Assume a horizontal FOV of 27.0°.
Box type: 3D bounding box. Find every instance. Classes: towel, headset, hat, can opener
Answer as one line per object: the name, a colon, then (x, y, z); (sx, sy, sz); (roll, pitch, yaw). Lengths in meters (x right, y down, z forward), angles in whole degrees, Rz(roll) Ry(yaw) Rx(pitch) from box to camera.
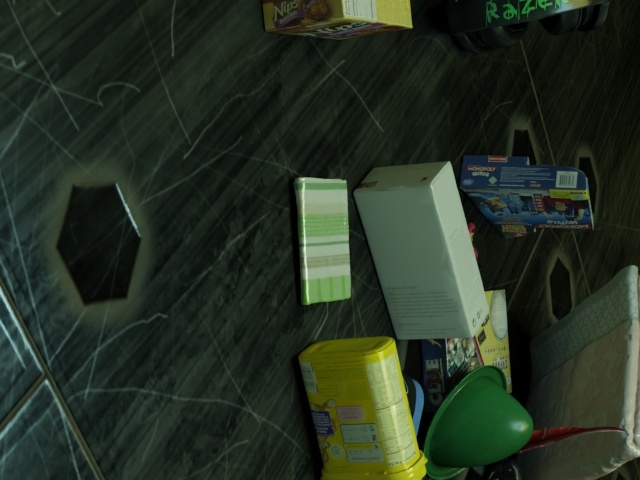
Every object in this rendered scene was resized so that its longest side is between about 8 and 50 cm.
towel: (0.403, 0.235, 2.073); (0.053, 0.332, 0.317); (20, 59, -13)
headset: (0.312, -0.394, 2.048); (0.394, 0.243, 0.185); (-50, 129, -77)
towel: (0.000, 0.000, 1.629); (0.113, 0.023, 0.152); (-2, 90, -59)
hat: (0.273, 0.280, 1.836); (0.208, 0.183, 0.173); (-55, 143, -8)
can opener: (0.291, 0.423, 2.055); (0.073, 0.059, 0.186); (-7, 92, -62)

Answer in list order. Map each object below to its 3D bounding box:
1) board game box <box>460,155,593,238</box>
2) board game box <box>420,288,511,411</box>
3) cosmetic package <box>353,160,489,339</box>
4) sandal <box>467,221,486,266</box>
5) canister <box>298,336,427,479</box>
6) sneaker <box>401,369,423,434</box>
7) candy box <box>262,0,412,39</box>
board game box: (0.331, -0.064, 2.105); (0.194, 0.194, 0.060); (59, 37, -63)
board game box: (0.216, 0.158, 1.973); (0.243, 0.042, 0.165); (0, 86, -61)
cosmetic package: (0.136, 0.016, 1.773); (0.085, 0.117, 0.231); (-49, 129, -53)
sandal: (0.225, 0.001, 2.011); (0.179, 0.040, 0.067); (17, 71, -59)
canister: (0.048, 0.204, 1.576); (0.073, 0.126, 0.170); (-32, 112, -58)
sneaker: (0.081, 0.270, 1.683); (0.090, 0.081, 0.232); (36, 49, -51)
candy box: (0.023, -0.278, 1.612); (0.186, 0.109, 0.053); (-6, 92, -61)
